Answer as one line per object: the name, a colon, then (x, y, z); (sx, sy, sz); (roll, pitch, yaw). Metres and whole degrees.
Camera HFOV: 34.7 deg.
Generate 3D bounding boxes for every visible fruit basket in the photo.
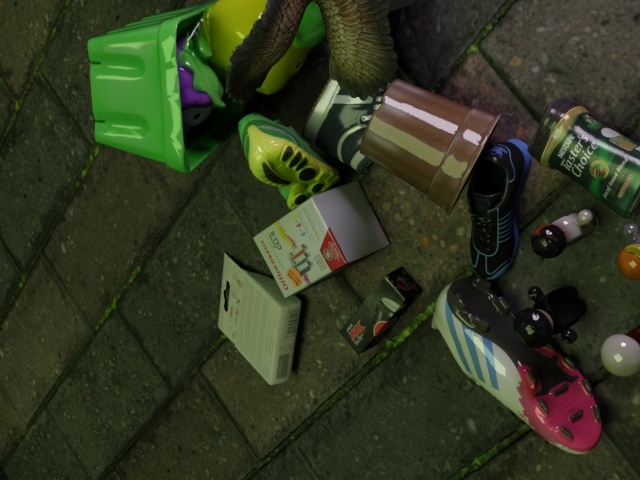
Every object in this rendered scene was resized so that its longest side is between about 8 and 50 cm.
fruit basket: (-0.157, -0.285, 1.691); (0.392, 0.392, 0.282); (16, 116, 38)

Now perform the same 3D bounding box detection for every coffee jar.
coffee jar: (0.380, -0.116, 1.418); (0.184, 0.079, 0.096); (38, 127, 27)

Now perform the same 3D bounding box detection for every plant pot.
plant pot: (0.156, -0.148, 1.516); (0.165, 0.167, 0.167); (28, 125, 8)

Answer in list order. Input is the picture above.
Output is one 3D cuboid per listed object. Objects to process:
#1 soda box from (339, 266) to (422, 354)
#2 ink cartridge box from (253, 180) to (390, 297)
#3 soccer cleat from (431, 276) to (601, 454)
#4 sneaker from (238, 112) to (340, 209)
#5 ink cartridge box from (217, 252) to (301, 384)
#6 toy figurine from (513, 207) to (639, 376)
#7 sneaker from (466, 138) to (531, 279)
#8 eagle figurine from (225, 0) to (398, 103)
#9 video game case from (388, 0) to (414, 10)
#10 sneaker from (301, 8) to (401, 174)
soda box: (0.103, 0.124, 1.774); (0.060, 0.053, 0.169); (50, 132, 17)
ink cartridge box: (0.000, 0.000, 1.770); (0.176, 0.127, 0.128); (-33, 83, 45)
soccer cleat: (0.302, 0.202, 1.600); (0.331, 0.116, 0.143); (51, 150, 17)
sneaker: (-0.051, -0.138, 1.694); (0.109, 0.295, 0.123); (-31, 70, 7)
ink cartridge box: (-0.123, 0.148, 2.005); (0.225, 0.056, 0.181); (41, 131, 48)
toy figurine: (0.386, 0.067, 1.431); (0.213, 0.148, 0.209); (20, 118, 36)
sneaker: (0.255, -0.039, 1.550); (0.081, 0.090, 0.232); (23, 119, 35)
eagle figurine: (-0.010, -0.340, 1.476); (0.226, 0.225, 0.298); (9, 104, 30)
video game case: (0.086, -0.502, 1.456); (0.244, 0.061, 0.269); (122, 127, -72)
sneaker: (0.092, -0.234, 1.625); (0.153, 0.099, 0.282); (40, 123, 16)
